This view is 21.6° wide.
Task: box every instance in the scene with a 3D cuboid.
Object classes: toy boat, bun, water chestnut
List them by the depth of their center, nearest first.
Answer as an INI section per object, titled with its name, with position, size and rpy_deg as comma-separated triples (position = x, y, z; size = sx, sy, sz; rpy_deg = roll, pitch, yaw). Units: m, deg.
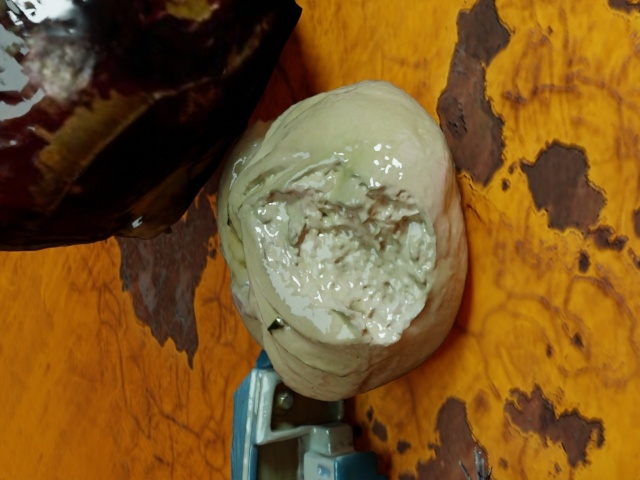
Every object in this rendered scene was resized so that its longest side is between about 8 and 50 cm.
[bun]
position = 0.000, 0.000, 1.117
size = 0.237, 0.116, 0.210
rpy_deg = -39, 62, 55
[toy boat]
position = -0.007, 0.182, 1.184
size = 0.102, 0.088, 0.215
rpy_deg = 9, 101, 53
[water chestnut]
position = -0.197, -0.158, 1.197
size = 0.347, 0.335, 0.335
rpy_deg = 44, 140, 2

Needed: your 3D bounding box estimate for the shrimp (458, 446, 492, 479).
[shrimp]
position = 0.099, 0.208, 1.050
size = 0.065, 0.056, 0.165
rpy_deg = 9, 100, 64
